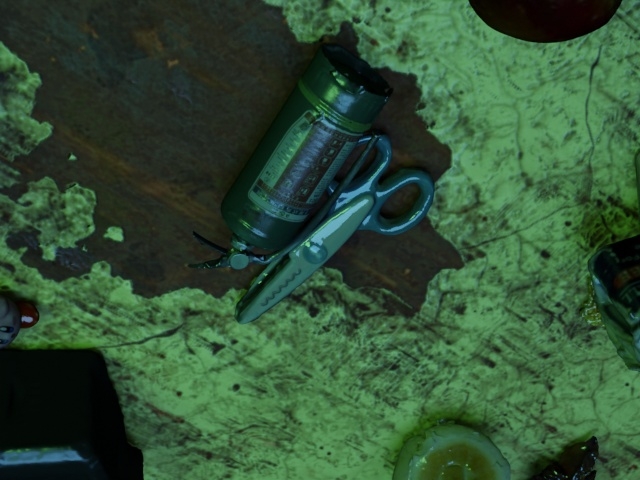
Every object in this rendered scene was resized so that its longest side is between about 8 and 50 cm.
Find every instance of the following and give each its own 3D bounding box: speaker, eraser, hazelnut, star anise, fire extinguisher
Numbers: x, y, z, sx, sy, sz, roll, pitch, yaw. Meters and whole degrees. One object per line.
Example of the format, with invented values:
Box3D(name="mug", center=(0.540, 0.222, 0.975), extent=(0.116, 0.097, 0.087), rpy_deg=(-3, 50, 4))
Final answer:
Box3D(name="speaker", center=(-0.407, 0.250, 1.148), extent=(0.388, 0.180, 0.184), rpy_deg=(0, 128, -9))
Box3D(name="eraser", center=(0.474, 0.035, 1.062), extent=(0.332, 0.155, 0.102), rpy_deg=(-19, 122, 3))
Box3D(name="hazelnut", center=(0.214, -0.293, 0.905), extent=(0.177, 0.178, 0.204), rpy_deg=(-15, 118, 1))
Box3D(name="star anise", center=(0.350, 0.372, 1.360), extent=(0.140, 0.144, 0.158), rpy_deg=(-3, 122, -16))
Box3D(name="fire extinguisher", center=(-0.038, -0.065, 1.044), extent=(0.118, 0.093, 0.294), rpy_deg=(23, 116, -25))

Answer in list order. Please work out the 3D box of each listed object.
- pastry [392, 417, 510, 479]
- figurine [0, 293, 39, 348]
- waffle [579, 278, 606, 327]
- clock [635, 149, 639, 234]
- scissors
Box3D(name="pastry", center=(0.176, 0.325, 1.301), extent=(0.165, 0.166, 0.088), rpy_deg=(-9, 161, -3))
Box3D(name="figurine", center=(-0.380, 0.095, 1.112), extent=(0.067, 0.071, 0.083), rpy_deg=(44, 104, 15))
Box3D(name="waffle", center=(0.369, 0.076, 1.243), extent=(0.078, 0.016, 0.085), rpy_deg=(12, 121, -15))
Box3D(name="clock", center=(0.478, -0.060, 1.138), extent=(0.192, 0.071, 0.147), rpy_deg=(-16, 124, 2))
Box3D(name="scissors", center=(0.000, 0.000, 1.123), extent=(0.138, 0.041, 0.289), rpy_deg=(37, 110, -28))
